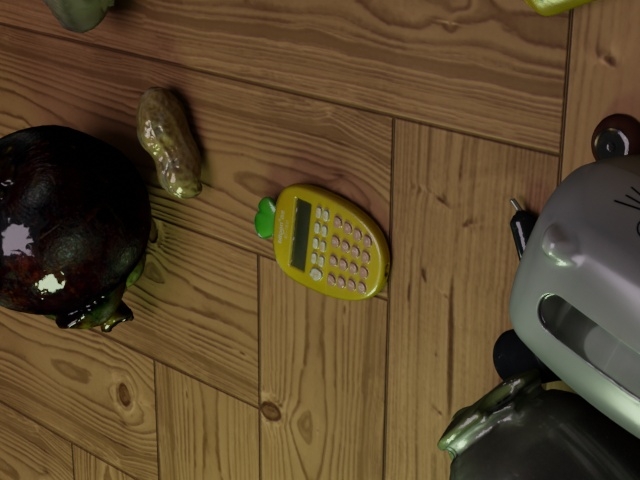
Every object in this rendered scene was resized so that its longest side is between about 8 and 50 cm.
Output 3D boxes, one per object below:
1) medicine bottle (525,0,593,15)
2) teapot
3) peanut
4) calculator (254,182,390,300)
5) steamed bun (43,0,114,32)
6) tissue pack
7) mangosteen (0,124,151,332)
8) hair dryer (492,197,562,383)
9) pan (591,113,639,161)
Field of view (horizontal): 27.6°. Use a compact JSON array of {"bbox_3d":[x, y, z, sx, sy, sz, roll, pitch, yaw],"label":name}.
[{"bbox_3d":[0.310,-0.303,1.320,0.261,0.064,0.095,-12,95,46],"label":"medicine bottle"},{"bbox_3d":[0.258,0.267,1.485,0.239,0.321,0.239,-38,78,11],"label":"teapot"},{"bbox_3d":[-0.223,-0.141,1.909,0.080,0.080,0.174,-25,85,47],"label":"peanut"},{"bbox_3d":[0.000,0.000,1.766,0.235,0.032,0.146,26,121,36],"label":"calculator"},{"bbox_3d":[-0.358,-0.425,1.907,0.211,0.144,0.218,54,165,29],"label":"steamed bun"},{"bbox_3d":[0.349,0.074,1.282,0.333,0.236,0.229,38,129,29],"label":"tissue pack"},{"bbox_3d":[-0.402,-0.023,1.994,0.330,0.330,0.330,18,116,41],"label":"mangosteen"},{"bbox_3d":[0.246,0.058,1.517,0.124,0.072,0.219,-17,85,47],"label":"hair dryer"},{"bbox_3d":[0.312,-0.083,1.423,0.068,0.023,0.115,41,129,27],"label":"pan"}]
